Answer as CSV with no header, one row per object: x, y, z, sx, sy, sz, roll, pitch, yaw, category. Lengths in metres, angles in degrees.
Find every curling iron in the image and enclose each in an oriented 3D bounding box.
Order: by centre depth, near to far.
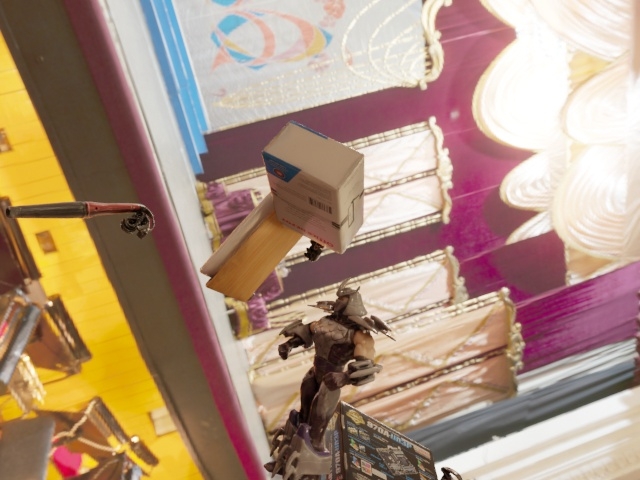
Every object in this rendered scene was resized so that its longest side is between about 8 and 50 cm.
-0.394,-0.043,0.892,0.274,0.035,0.068,6,50,-59,curling iron

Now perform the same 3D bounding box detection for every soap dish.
-0.130,0.003,1.124,0.118,0.291,0.229,42,-11,-8,soap dish

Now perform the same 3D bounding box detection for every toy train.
0.000,0.000,1.078,0.036,0.027,0.158,44,-34,12,toy train

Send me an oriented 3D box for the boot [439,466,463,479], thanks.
0.213,0.431,0.608,0.091,0.229,0.263,43,59,-56,boot

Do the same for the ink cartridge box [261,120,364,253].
-0.006,-0.085,0.892,0.148,0.086,0.203,28,-24,18,ink cartridge box

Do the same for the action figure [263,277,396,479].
0.002,0.187,0.689,0.185,0.099,0.285,10,-97,66,action figure

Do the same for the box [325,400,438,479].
0.108,0.388,0.860,0.220,0.051,0.175,33,23,-18,box
